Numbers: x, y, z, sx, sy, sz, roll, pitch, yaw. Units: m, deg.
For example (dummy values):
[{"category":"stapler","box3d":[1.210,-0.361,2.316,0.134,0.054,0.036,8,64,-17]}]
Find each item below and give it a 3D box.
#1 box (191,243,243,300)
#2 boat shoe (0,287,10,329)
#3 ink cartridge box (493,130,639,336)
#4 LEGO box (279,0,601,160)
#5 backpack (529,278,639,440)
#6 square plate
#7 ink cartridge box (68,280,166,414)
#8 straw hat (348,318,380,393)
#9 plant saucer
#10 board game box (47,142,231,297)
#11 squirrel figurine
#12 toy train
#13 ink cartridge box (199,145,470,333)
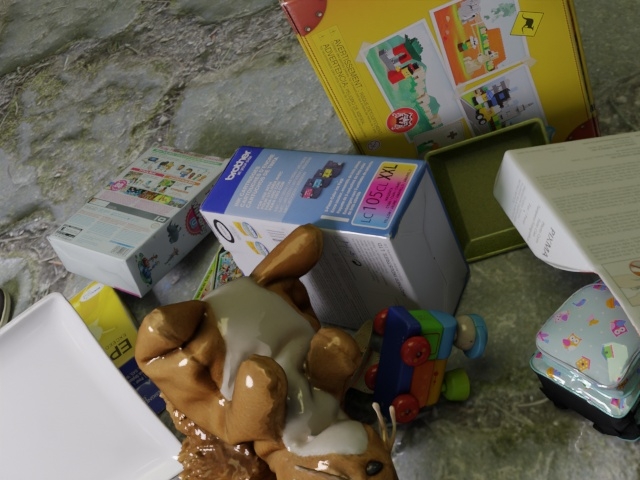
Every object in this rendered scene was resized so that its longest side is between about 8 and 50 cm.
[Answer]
[{"category":"box","box3d":[-0.141,0.051,1.543,0.114,0.036,0.207,6,57,31]},{"category":"boat shoe","box3d":[-0.695,0.198,1.672,0.102,0.092,0.285,4,56,30]},{"category":"ink cartridge box","box3d":[0.453,0.003,1.159,0.308,0.091,0.385,-9,46,-15]},{"category":"LEGO box","box3d":[0.188,-0.302,1.339,0.372,0.500,0.193,-22,47,9]},{"category":"backpack","box3d":[0.383,0.135,1.133,0.188,0.144,0.166,-44,41,-16]},{"category":"square plate","box3d":[-0.430,0.301,1.317,0.344,0.347,0.049,-35,16,-3]},{"category":"ink cartridge box","box3d":[-0.434,0.248,1.515,0.303,0.072,0.307,-38,44,-5]},{"category":"straw hat","box3d":[0.070,0.194,1.297,0.061,0.144,0.145,27,62,-5]},{"category":"plant saucer","box3d":[0.278,-0.079,1.363,0.188,0.188,0.045,-17,12,14]},{"category":"board game box","box3d":[-0.319,-0.047,1.631,0.224,0.098,0.303,15,49,36]},{"category":"squirrel figurine","box3d":[-0.054,0.253,1.174,0.281,0.397,0.370,-28,71,-39]},{"category":"toy train","box3d":[0.144,0.212,1.220,0.143,0.248,0.105,-1,22,-22]},{"category":"ink cartridge box","box3d":[0.000,0.000,1.349,0.395,0.270,0.151,7,54,31]}]
